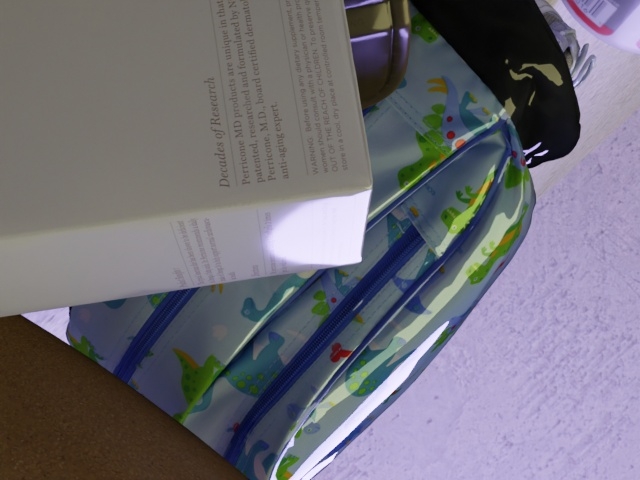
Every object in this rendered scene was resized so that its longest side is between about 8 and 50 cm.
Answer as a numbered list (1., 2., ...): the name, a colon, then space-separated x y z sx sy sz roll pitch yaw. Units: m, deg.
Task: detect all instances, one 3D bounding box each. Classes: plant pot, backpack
1. plant pot: -0.170 0.144 0.618 0.237 0.254 0.237 -41 169 -10
2. backpack: 0.000 0.000 0.782 0.355 0.273 0.290 -31 176 3

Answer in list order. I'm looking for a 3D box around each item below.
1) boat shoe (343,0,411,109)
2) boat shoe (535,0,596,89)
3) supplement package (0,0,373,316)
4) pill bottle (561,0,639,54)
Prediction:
1. boat shoe: -0.004 -0.153 0.493 0.110 0.105 0.307 -10 164 -13
2. boat shoe: 0.189 -0.157 1.114 0.118 0.103 0.320 -46 168 16
3. supplement package: -0.078 -0.039 0.450 0.179 0.105 0.105 -8 165 -3
4. pill bottle: 0.283 -0.259 0.857 0.161 0.161 0.283 -40 174 -16
